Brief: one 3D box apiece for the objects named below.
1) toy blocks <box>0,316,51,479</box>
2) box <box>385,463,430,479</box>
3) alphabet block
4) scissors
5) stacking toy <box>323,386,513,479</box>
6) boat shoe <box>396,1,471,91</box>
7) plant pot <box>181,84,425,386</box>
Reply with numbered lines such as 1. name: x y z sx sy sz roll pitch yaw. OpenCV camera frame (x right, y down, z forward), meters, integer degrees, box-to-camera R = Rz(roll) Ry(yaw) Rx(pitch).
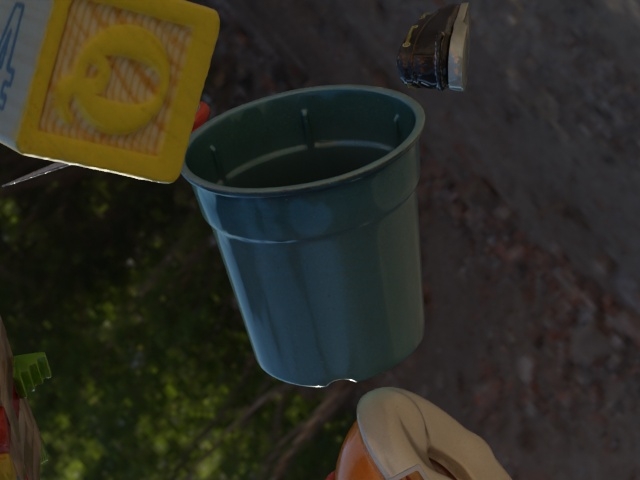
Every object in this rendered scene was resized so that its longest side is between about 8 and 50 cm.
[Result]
1. toy blocks: -0.490 0.301 2.104 0.261 0.191 0.381 -100 3 -48
2. box: 0.066 0.410 1.504 0.262 0.231 0.126 58 159 24
3. alphabet block: -0.248 -0.183 1.520 0.192 0.193 0.197 9 -171 -35
4. scissors: -0.271 -0.111 1.785 0.021 0.297 0.109 60 -171 -34
5. stacking toy: 0.052 0.478 2.078 0.350 0.480 0.350 41 -165 -13
6. boat shoe: 0.120 -0.203 1.496 0.228 0.069 0.081 -63 -26 -73
7. plant pot: 0.000 0.000 2.013 0.341 0.341 0.334 -136 30 -57
